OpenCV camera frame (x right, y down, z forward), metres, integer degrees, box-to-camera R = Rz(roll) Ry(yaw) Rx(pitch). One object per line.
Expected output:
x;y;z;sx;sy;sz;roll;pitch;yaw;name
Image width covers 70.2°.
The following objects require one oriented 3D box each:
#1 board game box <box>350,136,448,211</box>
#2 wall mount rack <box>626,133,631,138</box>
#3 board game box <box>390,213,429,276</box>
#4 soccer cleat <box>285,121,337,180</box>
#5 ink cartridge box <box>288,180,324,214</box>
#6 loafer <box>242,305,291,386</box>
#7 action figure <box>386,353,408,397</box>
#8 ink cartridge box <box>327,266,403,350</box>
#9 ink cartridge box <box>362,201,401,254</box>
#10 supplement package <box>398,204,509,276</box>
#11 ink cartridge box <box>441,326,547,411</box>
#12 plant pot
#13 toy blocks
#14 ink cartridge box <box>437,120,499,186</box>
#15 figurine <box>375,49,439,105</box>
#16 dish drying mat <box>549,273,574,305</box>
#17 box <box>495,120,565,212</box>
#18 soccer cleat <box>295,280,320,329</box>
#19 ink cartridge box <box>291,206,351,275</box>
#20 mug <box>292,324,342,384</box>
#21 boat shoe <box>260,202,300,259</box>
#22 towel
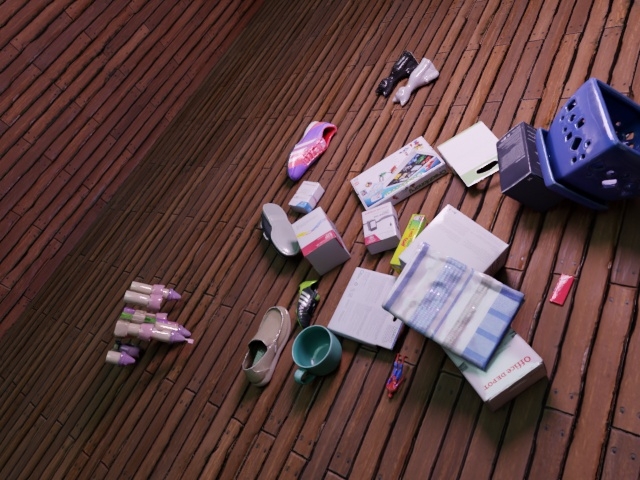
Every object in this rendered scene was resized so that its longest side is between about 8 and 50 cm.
0.273;-0.228;1.621;0.305;0.053;0.193;-31;43;9;board game box
0.931;-0.288;1.122;0.304;0.130;0.350;-22;33;2;wall mount rack
0.281;0.021;1.382;0.043;0.092;0.181;9;61;40;board game box
-0.040;-0.384;1.932;0.117;0.108;0.318;9;59;35;soccer cleat
-0.054;-0.170;1.799;0.089;0.052;0.122;15;67;41;ink cartridge box
-0.171;0.321;1.444;0.102;0.092;0.268;-7;52;30;loafer
0.201;0.360;1.204;0.038;0.030;0.115;6;64;44;action figure
0.161;0.201;1.348;0.224;0.045;0.223;12;63;37;ink cartridge box
0.201;-0.041;1.509;0.109;0.063;0.150;-20;47;20;ink cartridge box
0.355;0.056;1.227;0.203;0.149;0.194;-45;62;-6;supplement package
0.400;0.269;1.094;0.160;0.092;0.219;-37;44;4;ink cartridge box
0.693;-0.221;1.143;0.212;0.236;0.235;-45;32;51;plant pot
-0.609;0.332;1.678;0.288;0.260;0.308;-167;94;-72;toy blocks
0.511;-0.274;1.494;0.171;0.056;0.235;-30;47;11;ink cartridge box
0.356;-0.673;1.919;0.209;0.092;0.215;-45;43;6;figurine
0.603;0.122;1.138;0.032;0.008;0.083;18;67;41;dish drying mat
0.597;-0.207;1.287;0.108;0.153;0.207;-45;27;51;box
-0.038;0.203;1.477;0.072;0.060;0.178;-16;45;21;soccer cleat
0.000;0.000;1.565;0.127;0.128;0.176;-33;44;7;ink cartridge box
-0.014;0.333;1.323;0.158;0.097;0.129;-37;44;5;mug
-0.154;-0.021;1.721;0.114;0.091;0.302;1;39;-21;boat shoe
0.312;0.146;1.095;0.285;0.034;0.209;31;80;26;towel
